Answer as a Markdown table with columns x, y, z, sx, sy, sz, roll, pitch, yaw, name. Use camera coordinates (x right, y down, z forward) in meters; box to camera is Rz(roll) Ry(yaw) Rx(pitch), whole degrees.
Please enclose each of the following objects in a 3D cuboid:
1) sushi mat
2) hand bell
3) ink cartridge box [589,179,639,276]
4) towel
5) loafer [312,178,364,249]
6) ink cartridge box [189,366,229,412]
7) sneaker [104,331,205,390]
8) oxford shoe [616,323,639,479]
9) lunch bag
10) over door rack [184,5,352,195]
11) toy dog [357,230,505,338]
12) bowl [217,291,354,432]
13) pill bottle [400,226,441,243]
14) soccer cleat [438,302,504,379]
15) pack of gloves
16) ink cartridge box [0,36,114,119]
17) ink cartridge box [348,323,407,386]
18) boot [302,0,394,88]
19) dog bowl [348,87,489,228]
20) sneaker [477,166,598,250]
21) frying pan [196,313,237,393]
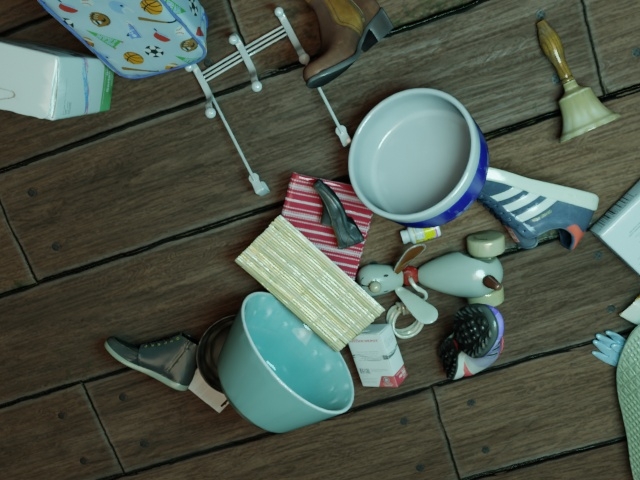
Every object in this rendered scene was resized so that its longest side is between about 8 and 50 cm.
| x | y | z | sx | sy | sz | roll | pitch | yaw | name |
| --- | --- | --- | --- | --- | --- | --- | --- | --- | --- |
| -0.022 | 0.098 | 1.366 | 0.316 | 0.019 | 0.151 | 42 | 104 | -8 | sushi mat |
| 0.498 | -0.333 | 1.277 | 0.126 | 0.126 | 0.242 | -24 | 89 | 8 | hand bell |
| 0.812 | -0.031 | 1.343 | 0.330 | 0.071 | 0.324 | 40 | 102 | -11 | ink cartridge box |
| 0.000 | 0.000 | 1.380 | 0.198 | 0.031 | 0.275 | 10 | 107 | -13 | towel |
| 0.026 | -0.051 | 1.319 | 0.061 | 0.062 | 0.170 | -31 | 110 | 8 | loafer |
| -0.264 | 0.353 | 1.508 | 0.115 | 0.029 | 0.063 | 42 | 102 | -9 | ink cartridge box |
| -0.384 | 0.250 | 1.472 | 0.222 | 0.083 | 0.118 | 26 | 88 | -1 | sneaker |
| 0.771 | 0.377 | 1.408 | 0.130 | 0.169 | 0.450 | -17 | 105 | -22 | oxford shoe |
| -0.366 | -0.433 | 1.172 | 0.243 | 0.303 | 0.115 | -7 | 67 | 17 | lunch bag |
| -0.103 | -0.279 | 1.300 | 0.239 | 0.108 | 0.324 | -27 | 102 | 10 | over door rack |
| 0.257 | 0.092 | 1.350 | 0.333 | 0.161 | 0.220 | -27 | 101 | 9 | toy dog |
| -0.094 | 0.278 | 1.325 | 0.311 | 0.311 | 0.163 | 42 | 107 | -8 | bowl |
| 0.219 | -0.019 | 1.384 | 0.083 | 0.043 | 0.043 | -17 | 103 | 7 | pill bottle |
| 0.340 | 0.208 | 1.332 | 0.116 | 0.318 | 0.109 | -12 | 62 | -10 | soccer cleat |
| 0.751 | 0.236 | 1.436 | 0.232 | 0.046 | 0.195 | 35 | 117 | -6 | pack of gloves |
| -0.549 | -0.319 | 1.220 | 0.201 | 0.278 | 0.117 | 13 | 105 | -1 | ink cartridge box |
| 0.128 | 0.260 | 1.432 | 0.099 | 0.056 | 0.135 | -8 | 107 | 39 | ink cartridge box |
| -0.016 | -0.457 | 1.201 | 0.280 | 0.096 | 0.264 | 49 | 67 | -11 | boot |
| 0.193 | -0.160 | 1.249 | 0.264 | 0.104 | 0.265 | -7 | 76 | 29 | dog bowl |
| 0.398 | -0.066 | 1.318 | 0.349 | 0.131 | 0.148 | 14 | 100 | -1 | sneaker |
| -0.124 | 0.250 | 1.466 | 0.326 | 0.053 | 0.197 | -11 | 101 | -10 | frying pan |
